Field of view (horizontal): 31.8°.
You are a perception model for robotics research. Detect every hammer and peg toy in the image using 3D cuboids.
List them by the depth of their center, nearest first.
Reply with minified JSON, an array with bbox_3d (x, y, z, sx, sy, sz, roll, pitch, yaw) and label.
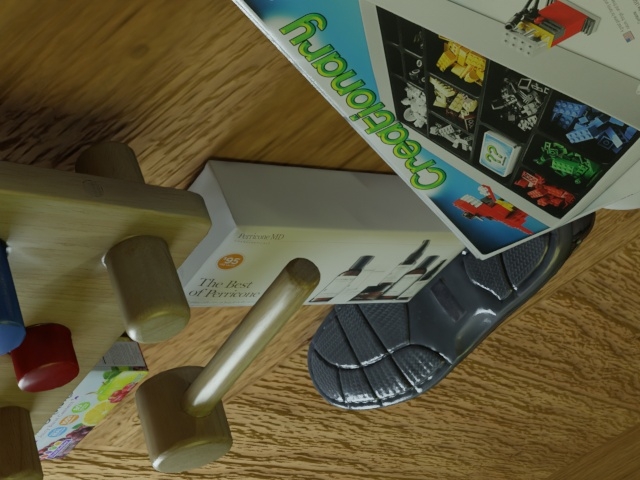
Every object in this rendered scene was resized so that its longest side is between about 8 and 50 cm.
[{"bbox_3d":[-0.182,0.043,0.658,0.361,0.127,0.266,7,138,-41],"label":"hammer and peg toy"}]

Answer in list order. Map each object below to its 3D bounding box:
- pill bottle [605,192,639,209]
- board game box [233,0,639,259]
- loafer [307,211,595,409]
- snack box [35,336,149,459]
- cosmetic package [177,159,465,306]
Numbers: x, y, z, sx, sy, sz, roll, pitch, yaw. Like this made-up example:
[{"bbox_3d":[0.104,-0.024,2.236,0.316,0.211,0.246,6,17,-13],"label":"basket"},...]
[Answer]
[{"bbox_3d":[0.212,-0.148,0.654,0.146,0.146,0.264,-10,148,-28],"label":"pill bottle"},{"bbox_3d":[0.089,-0.112,0.512,0.193,0.053,0.305,-25,140,21],"label":"board game box"},{"bbox_3d":[0.112,0.054,0.957,0.095,0.109,0.302,-11,157,-48],"label":"loafer"},{"bbox_3d":[-0.215,0.127,0.885,0.100,0.037,0.141,7,138,-44],"label":"snack box"},{"bbox_3d":[0.000,0.000,0.823,0.239,0.060,0.099,1,141,-41],"label":"cosmetic package"}]
